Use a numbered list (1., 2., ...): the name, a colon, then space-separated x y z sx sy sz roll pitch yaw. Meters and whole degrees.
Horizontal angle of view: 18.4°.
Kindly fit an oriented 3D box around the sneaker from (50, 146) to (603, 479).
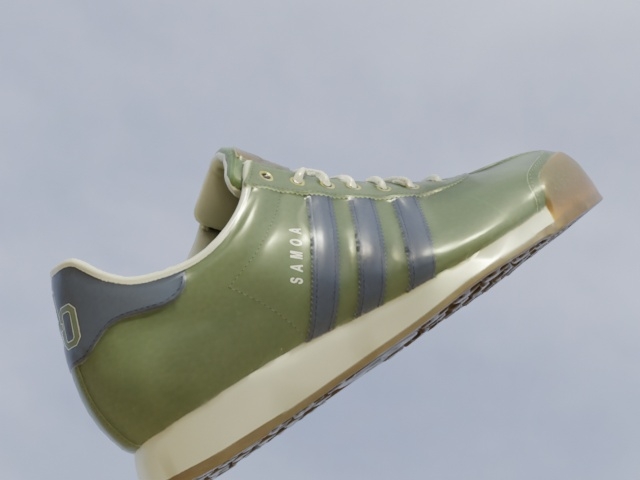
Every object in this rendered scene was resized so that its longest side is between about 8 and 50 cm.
1. sneaker: 0.000 0.000 0.627 0.086 0.192 0.064 54 -28 7
